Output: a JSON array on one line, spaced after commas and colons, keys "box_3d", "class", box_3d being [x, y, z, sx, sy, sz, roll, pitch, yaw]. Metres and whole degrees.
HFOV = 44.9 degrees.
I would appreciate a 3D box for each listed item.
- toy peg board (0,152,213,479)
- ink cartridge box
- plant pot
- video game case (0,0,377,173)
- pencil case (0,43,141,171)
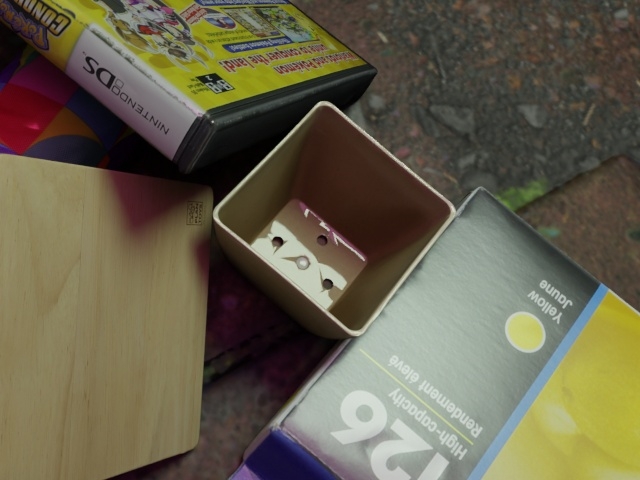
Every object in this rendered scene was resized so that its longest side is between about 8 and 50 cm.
[{"box_3d": [-0.140, 0.042, 0.419, 0.079, 0.161, 0.161, 4, 90, 28], "class": "toy peg board"}, {"box_3d": [0.123, 0.164, 0.473, 0.304, 0.072, 0.307, 40, 63, 5], "class": "ink cartridge box"}, {"box_3d": [0.000, 0.000, 0.495, 0.109, 0.096, 0.109, 40, 65, 2], "class": "plant pot"}, {"box_3d": [-0.104, -0.157, 0.486, 0.248, 0.035, 0.275, 39, 26, 5], "class": "video game case"}, {"box_3d": [-0.189, -0.044, 0.473, 0.104, 0.104, 0.236, 32, 63, 1], "class": "pencil case"}]
